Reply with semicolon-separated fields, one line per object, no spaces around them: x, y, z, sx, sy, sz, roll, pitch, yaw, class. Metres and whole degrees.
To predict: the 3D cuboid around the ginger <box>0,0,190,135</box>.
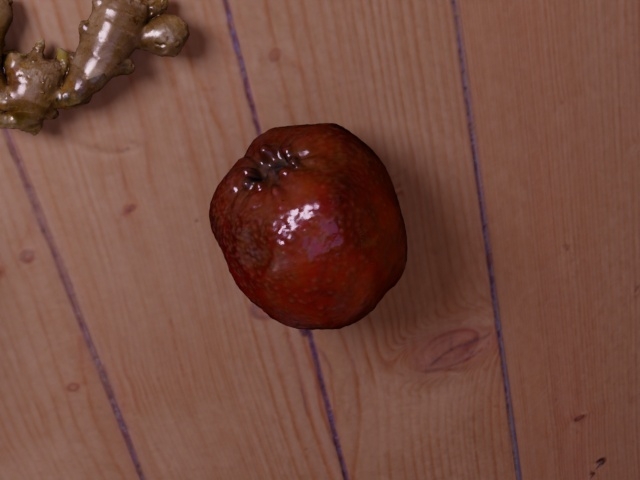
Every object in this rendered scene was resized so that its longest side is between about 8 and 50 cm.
-0.238;-0.175;1.078;0.193;0.052;0.176;21;106;-26;ginger

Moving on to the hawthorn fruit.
0.000;0.000;1.207;0.205;0.205;0.253;-36;134;-4;hawthorn fruit
